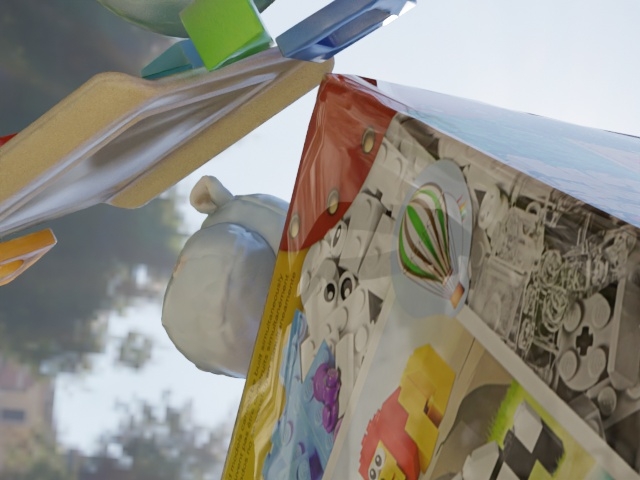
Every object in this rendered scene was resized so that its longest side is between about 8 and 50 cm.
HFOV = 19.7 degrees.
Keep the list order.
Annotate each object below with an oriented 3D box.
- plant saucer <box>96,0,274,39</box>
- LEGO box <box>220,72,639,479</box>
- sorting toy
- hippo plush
[{"bbox_3d":[-0.110,-0.281,1.151,0.318,0.044,0.317,15,-68,43],"label":"plant saucer"},{"bbox_3d":[0.091,0.244,0.496,0.372,0.193,0.500,33,-68,62],"label":"LEGO box"},{"bbox_3d":[-0.111,-0.058,0.967,0.348,0.196,0.047,-32,-98,31],"label":"sorting toy"},{"bbox_3d":[0.000,0.000,1.437,0.294,0.237,0.234,-59,150,-52],"label":"hippo plush"}]
